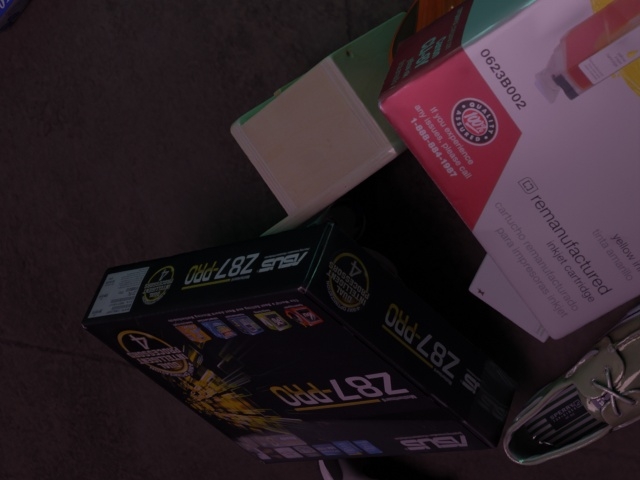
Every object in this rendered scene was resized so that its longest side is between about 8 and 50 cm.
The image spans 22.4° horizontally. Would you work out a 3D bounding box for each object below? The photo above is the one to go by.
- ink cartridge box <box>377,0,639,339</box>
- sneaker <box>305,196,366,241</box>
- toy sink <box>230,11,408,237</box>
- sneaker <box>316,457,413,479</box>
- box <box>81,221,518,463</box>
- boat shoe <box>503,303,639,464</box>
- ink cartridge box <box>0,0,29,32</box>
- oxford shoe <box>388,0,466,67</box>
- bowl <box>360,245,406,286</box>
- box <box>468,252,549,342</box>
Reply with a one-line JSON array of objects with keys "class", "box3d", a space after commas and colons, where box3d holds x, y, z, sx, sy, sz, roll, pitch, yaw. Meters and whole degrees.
[{"class": "ink cartridge box", "box3d": [0.287, -0.136, 1.380, 0.385, 0.160, 0.279, -32, 104, 23]}, {"class": "sneaker", "box3d": [0.000, 0.000, 1.839, 0.052, 0.058, 0.135, 52, 132, 2]}, {"class": "toy sink", "box3d": [0.010, -0.118, 1.704, 0.234, 0.153, 0.131, -35, 91, 44]}, {"class": "sneaker", "box3d": [0.109, 0.318, 1.922, 0.271, 0.100, 0.108, 40, 107, 16]}, {"class": "box", "box3d": [-0.031, 0.126, 1.793, 0.395, 0.097, 0.318, -11, 139, 46]}, {"class": "boat shoe", "box3d": [0.307, 0.155, 1.671, 0.109, 0.094, 0.302, 48, 133, 5]}, {"class": "ink cartridge box", "box3d": [-0.373, -0.341, 1.936, 0.097, 0.046, 0.207, 53, 133, 2]}, {"class": "oxford shoe", "box3d": [0.223, -0.261, 1.516, 0.133, 0.130, 0.364, 29, 129, -23]}, {"class": "bowl", "box3d": [0.040, 0.058, 1.809, 0.170, 0.080, 0.170, 20, 152, 11]}, {"class": "box", "box3d": [0.227, 0.026, 1.664, 0.102, 0.087, 0.101, 36, 131, 15]}]
